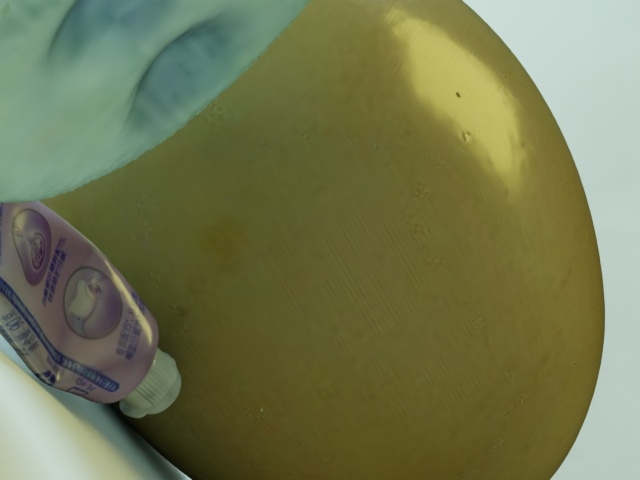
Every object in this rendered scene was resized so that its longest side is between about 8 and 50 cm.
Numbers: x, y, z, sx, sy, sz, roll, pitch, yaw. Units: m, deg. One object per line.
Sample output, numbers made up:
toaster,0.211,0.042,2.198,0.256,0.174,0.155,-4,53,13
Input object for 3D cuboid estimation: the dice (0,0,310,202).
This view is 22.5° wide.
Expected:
dice,-0.129,-0.191,0.575,0.262,0.264,0.268,43,2,18

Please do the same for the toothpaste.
toothpaste,-0.143,0.000,0.671,0.301,0.048,0.075,49,16,-50

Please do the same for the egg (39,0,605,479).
egg,0.000,0.000,0.914,0.374,0.301,0.301,53,-5,-12
